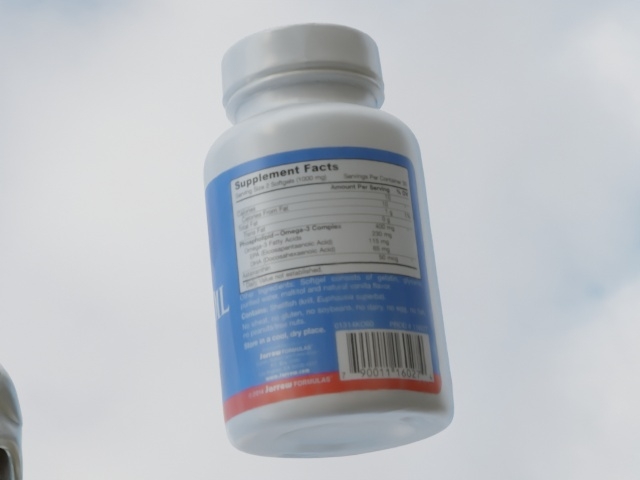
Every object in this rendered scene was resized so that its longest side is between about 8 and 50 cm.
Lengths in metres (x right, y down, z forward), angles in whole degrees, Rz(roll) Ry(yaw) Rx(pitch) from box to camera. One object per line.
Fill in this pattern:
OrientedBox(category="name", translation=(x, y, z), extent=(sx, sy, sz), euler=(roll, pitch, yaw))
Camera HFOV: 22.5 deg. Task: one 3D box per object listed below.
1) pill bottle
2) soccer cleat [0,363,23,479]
OrientedBox(category="pill bottle", translation=(0.000, 0.000, 0.879), extent=(0.124, 0.124, 0.221), euler=(9, -114, -36))
OrientedBox(category="soccer cleat", translation=(-0.198, 0.077, 0.669), extent=(0.196, 0.068, 0.076), euler=(11, -128, -53))
